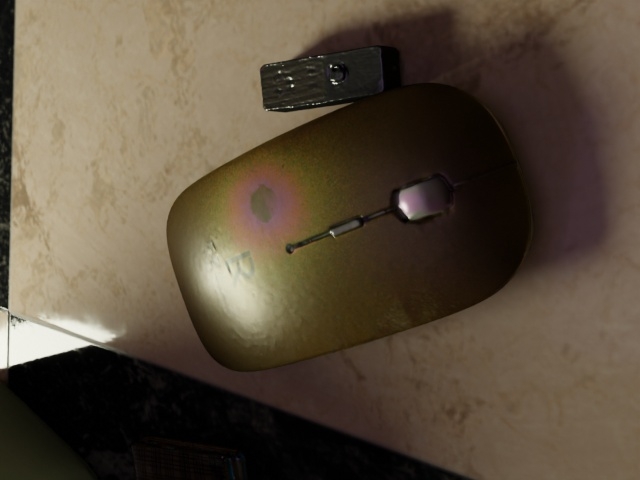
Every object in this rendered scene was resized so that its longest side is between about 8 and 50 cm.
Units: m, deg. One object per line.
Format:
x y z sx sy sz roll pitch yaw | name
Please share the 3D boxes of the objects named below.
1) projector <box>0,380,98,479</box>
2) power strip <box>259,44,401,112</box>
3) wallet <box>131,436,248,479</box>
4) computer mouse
-0.393 0.304 0.812 0.248 0.249 0.248 34 114 24 | projector
0.006 -0.118 0.621 0.111 0.029 0.038 -3 95 34 | power strip
-0.107 0.291 0.747 0.124 0.042 0.230 -4 93 36 | wallet
0.000 0.000 0.619 0.310 0.072 0.158 -21 87 33 | computer mouse
